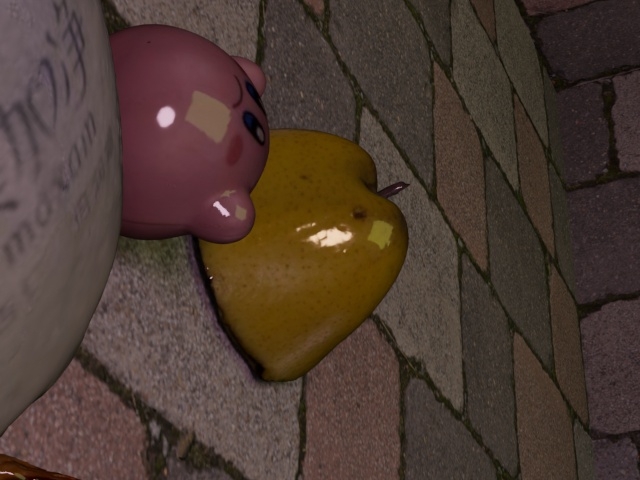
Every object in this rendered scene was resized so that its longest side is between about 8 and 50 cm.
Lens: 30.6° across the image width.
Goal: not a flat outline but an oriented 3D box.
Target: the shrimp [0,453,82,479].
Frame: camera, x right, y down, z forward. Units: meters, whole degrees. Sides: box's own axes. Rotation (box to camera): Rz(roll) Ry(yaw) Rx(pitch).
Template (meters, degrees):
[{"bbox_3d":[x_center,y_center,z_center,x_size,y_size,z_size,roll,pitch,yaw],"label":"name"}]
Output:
[{"bbox_3d":[-0.187,0.190,0.743,0.152,0.063,0.287,64,24,0],"label":"shrimp"}]

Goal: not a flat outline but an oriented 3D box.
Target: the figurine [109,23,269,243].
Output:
[{"bbox_3d":[-0.122,-0.081,0.899,0.173,0.173,0.173,-14,90,-68],"label":"figurine"}]

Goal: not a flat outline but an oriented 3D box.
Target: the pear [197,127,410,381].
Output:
[{"bbox_3d":[-0.001,-0.002,1.143,0.267,0.178,0.267,38,45,-51],"label":"pear"}]

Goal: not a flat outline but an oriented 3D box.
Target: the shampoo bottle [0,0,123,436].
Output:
[{"bbox_3d":[-0.236,-0.055,0.416,0.322,0.322,0.317,-81,159,-43],"label":"shampoo bottle"}]
